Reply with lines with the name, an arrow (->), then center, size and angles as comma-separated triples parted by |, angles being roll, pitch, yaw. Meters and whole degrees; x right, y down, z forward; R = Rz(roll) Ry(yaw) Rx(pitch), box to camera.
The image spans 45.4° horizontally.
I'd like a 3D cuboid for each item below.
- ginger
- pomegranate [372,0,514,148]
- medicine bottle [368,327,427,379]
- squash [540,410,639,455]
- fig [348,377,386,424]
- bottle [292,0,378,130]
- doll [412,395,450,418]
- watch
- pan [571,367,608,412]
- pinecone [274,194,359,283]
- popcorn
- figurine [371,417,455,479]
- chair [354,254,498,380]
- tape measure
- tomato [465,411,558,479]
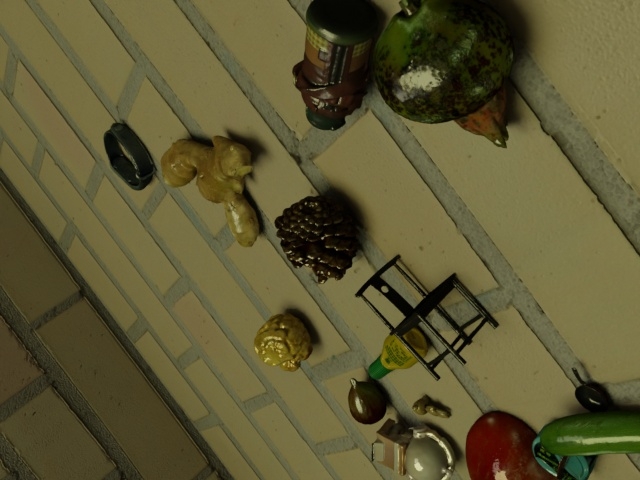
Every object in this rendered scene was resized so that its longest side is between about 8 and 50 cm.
ginger -> -0.283, -0.190, 2.019 | 0.363, 0.122, 0.348 | 47, 146, 20
pomegranate -> 0.222, -0.277, 1.228 | 0.222, 0.276, 0.204 | 32, 108, 62
medicine bottle -> 0.183, 0.289, 1.908 | 0.095, 0.064, 0.260 | 49, 148, 10
squash -> 0.549, 0.370, 1.469 | 0.292, 0.082, 0.082 | -19, 106, 44
fig -> 0.117, 0.434, 2.100 | 0.109, 0.103, 0.155 | -22, 112, 35
bottle -> 0.017, -0.325, 1.454 | 0.156, 0.143, 0.271 | 40, 147, 20
doll -> 0.279, 0.434, 1.940 | 0.093, 0.051, 0.061 | 32, 171, 34
watch -> -0.598, -0.256, 2.387 | 0.206, 0.068, 0.193 | 44, 148, 17
pan -> 0.527, 0.290, 1.504 | 0.068, 0.023, 0.115 | -7, 118, 55
pinecone -> -0.003, -0.005, 1.770 | 0.184, 0.179, 0.204 | 58, 173, 35
popcorn -> -0.108, 0.295, 2.206 | 0.180, 0.180, 0.170 | 25, -179, 37
figurine -> 0.258, 0.565, 2.030 | 0.237, 0.141, 0.162 | 8, 105, 36
chair -> 0.225, 0.147, 1.642 | 0.260, 0.154, 0.141 | 46, 147, 5
tape measure -> 0.516, 0.451, 1.623 | 0.125, 0.081, 0.146 | 27, 139, 30
tomato -> 0.424, 0.524, 1.758 | 0.233, 0.139, 0.200 | 55, 142, -3
